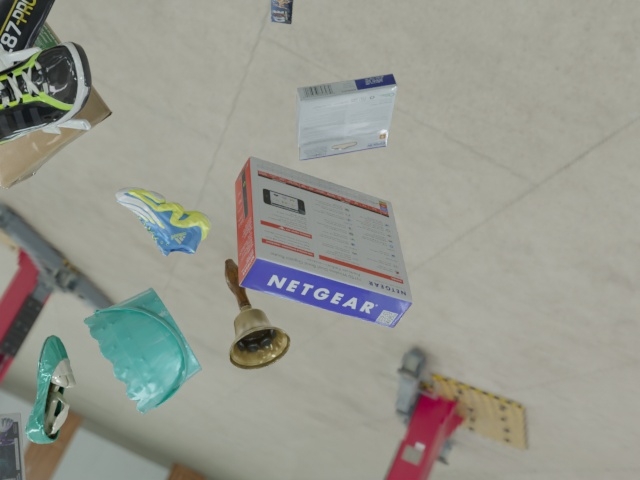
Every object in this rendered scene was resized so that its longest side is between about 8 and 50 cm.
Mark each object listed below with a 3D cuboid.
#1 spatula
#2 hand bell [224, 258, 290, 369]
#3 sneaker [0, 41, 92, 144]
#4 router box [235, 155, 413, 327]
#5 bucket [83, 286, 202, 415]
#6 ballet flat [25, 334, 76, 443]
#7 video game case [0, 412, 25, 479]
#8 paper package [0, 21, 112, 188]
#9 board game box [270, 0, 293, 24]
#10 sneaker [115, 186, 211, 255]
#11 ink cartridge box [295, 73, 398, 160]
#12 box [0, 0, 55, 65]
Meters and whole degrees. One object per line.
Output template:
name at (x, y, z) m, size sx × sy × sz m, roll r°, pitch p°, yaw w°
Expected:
spatula at (-0.433, -0.229, 1.403) m, size 0.242 × 0.019 × 0.168 m, roll 12°, pitch 136°, yaw 55°
hand bell at (-0.155, 0.130, 1.875) m, size 0.126 × 0.126 × 0.242 m, roll 48°, pitch -167°, yaw -48°
sneaker at (-0.376, -0.165, 1.117) m, size 0.234 × 0.084 × 0.097 m, roll -25°, pitch 176°, yaw 31°
router box at (0.000, 0.000, 1.830) m, size 0.335 × 0.301 × 0.082 m, roll 17°, pitch 129°, yaw -21°
bucket at (-0.425, 0.260, 2.233) m, size 0.281 × 0.183 × 0.281 m, roll 53°, pitch 167°, yaw 18°
ballet flat at (-0.592, 0.338, 2.068) m, size 0.087 × 0.247 × 0.083 m, roll 13°, pitch -177°, yaw 18°
video game case at (-0.693, 0.435, 1.872) m, size 0.173 × 0.190 × 0.022 m, roll -2°, pitch 133°, yaw -21°
paper package at (-0.728, -0.344, 2.235) m, size 0.309 × 0.168 × 0.325 m, roll -31°, pitch 102°, yaw 24°
board game box at (-0.057, -0.536, 1.675) m, size 0.042 × 0.243 × 0.165 m, roll 6°, pitch 176°, yaw -3°
sneaker at (-0.386, -0.039, 2.203) m, size 0.240 × 0.126 × 0.091 m, roll 19°, pitch 162°, yaw -8°
ink cartridge box at (0.054, -0.277, 2.083) m, size 0.223 × 0.045 × 0.224 m, roll -10°, pitch 151°, yaw -9°
box at (-0.541, -0.446, 1.685) m, size 0.097 × 0.395 × 0.318 m, roll 25°, pitch -170°, yaw -23°
